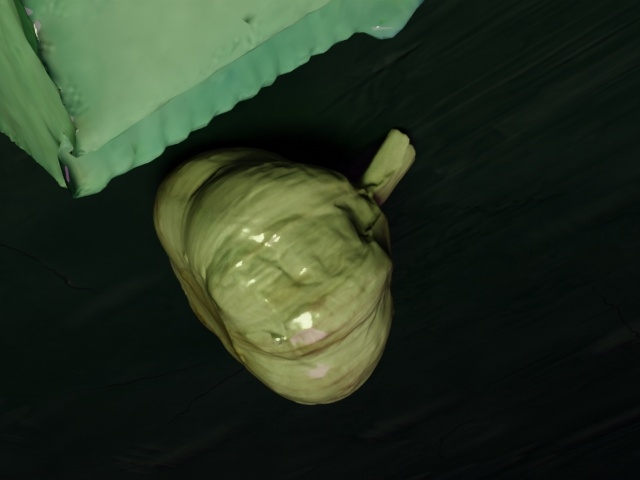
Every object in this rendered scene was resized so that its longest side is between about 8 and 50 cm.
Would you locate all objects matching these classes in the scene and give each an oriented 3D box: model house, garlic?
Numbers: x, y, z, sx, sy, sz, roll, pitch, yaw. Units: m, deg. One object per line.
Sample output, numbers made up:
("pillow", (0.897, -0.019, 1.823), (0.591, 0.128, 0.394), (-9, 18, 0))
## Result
("model house", (-0.044, -0.224, 0.538), (0.329, 0.252, 0.295), (-29, 131, -18))
("garlic", (0.000, 0.000, 0.970), (0.212, 0.218, 0.218), (-39, 154, -14))
